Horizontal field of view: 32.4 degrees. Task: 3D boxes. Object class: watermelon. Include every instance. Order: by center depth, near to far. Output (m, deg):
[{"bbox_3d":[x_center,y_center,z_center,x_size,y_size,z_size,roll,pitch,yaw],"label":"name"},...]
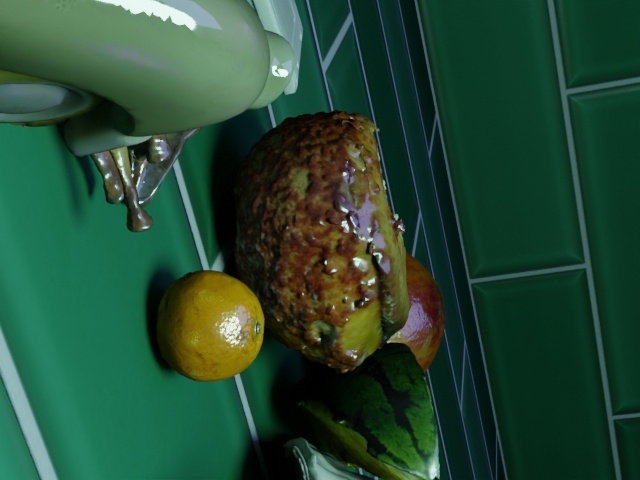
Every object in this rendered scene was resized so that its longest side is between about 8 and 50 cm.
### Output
[{"bbox_3d":[0.045,0.171,1.062,0.129,0.123,0.301,65,-13,-1],"label":"watermelon"}]

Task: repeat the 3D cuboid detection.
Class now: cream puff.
[{"bbox_3d":[0.000,0.000,1.003,0.240,0.163,0.240,163,-90,-88],"label":"cream puff"}]

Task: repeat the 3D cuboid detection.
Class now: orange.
[{"bbox_3d":[-0.080,0.062,0.796,0.083,0.083,0.084,-8,90,-77],"label":"orange"}]

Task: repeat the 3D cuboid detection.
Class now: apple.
[{"bbox_3d":[0.057,0.093,1.255,0.173,0.160,0.195,-3,77,-56],"label":"apple"}]

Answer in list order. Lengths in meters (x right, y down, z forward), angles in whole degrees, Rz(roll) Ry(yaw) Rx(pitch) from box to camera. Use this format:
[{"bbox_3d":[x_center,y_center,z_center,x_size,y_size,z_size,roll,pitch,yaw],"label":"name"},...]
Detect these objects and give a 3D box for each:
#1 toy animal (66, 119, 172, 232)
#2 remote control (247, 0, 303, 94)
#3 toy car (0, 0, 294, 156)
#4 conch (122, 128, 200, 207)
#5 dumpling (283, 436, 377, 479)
[{"bbox_3d":[-0.154,-0.104,0.629,0.275,0.054,0.149,57,25,-59],"label":"toy animal"},{"bbox_3d":[-0.077,-0.280,1.085,0.103,0.055,0.277,-85,163,-44],"label":"remote control"},{"bbox_3d":[-0.115,-0.180,0.381,0.336,0.226,0.242,8,73,-58],"label":"toy car"},{"bbox_3d":[-0.113,-0.138,0.809,0.086,0.080,0.233,20,87,-62],"label":"conch"},{"bbox_3d":[0.039,0.292,0.978,0.341,0.181,0.260,-7,72,-62],"label":"dumpling"}]
